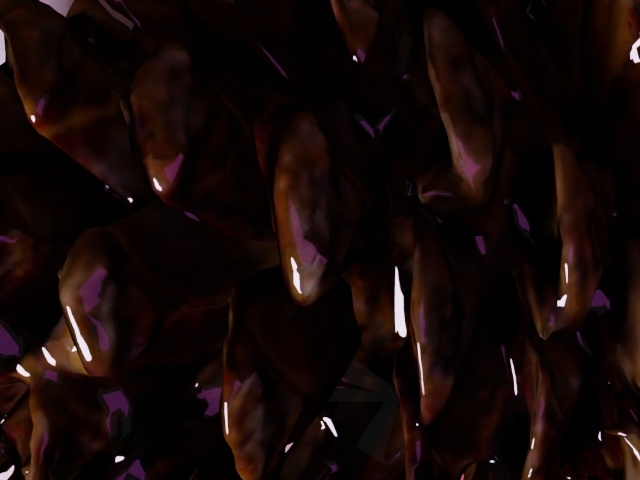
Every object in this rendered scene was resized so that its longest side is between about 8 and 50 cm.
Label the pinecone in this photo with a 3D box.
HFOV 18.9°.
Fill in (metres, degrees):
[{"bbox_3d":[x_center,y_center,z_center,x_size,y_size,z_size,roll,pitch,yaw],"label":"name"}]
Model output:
[{"bbox_3d":[0.000,0.000,0.567,0.272,0.224,0.224,-2,112,-11],"label":"pinecone"}]
